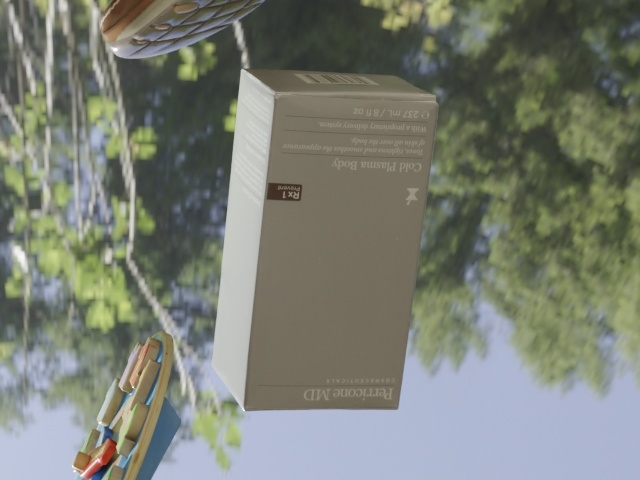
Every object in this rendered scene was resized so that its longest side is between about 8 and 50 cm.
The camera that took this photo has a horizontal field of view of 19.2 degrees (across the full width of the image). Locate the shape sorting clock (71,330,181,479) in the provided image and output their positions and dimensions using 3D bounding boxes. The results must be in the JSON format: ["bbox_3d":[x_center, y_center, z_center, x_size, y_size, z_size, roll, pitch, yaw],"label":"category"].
[{"bbox_3d":[-0.146,0.155,1.267,0.040,0.206,0.206,28,-118,-11],"label":"shape sorting clock"}]

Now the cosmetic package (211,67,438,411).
[{"bbox_3d":[0.000,0.000,1.367,0.127,0.107,0.238,-1,-75,-18],"label":"cosmetic package"}]

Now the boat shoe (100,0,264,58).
[{"bbox_3d":[-0.070,-0.280,1.582,0.324,0.123,0.116,-40,-106,20],"label":"boat shoe"}]
